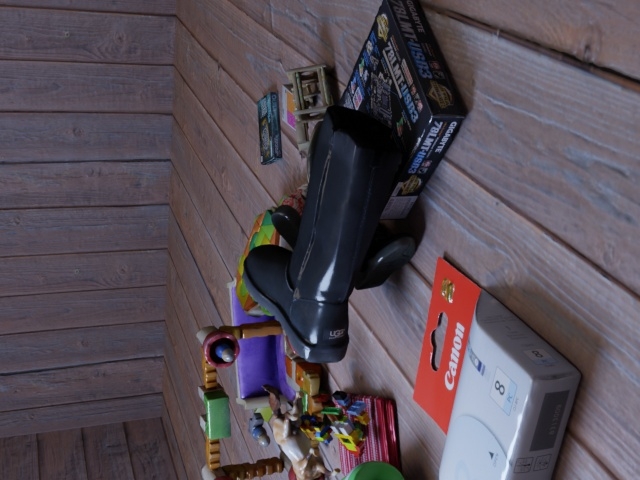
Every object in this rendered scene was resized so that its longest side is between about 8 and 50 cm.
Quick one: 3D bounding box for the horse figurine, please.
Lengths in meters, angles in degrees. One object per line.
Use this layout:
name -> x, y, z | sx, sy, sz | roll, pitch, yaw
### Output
horse figurine -> -0.047, 0.421, 1.602 | 0.263, 0.066, 0.174 | 60, 148, 19

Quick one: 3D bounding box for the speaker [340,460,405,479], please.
speaker -> 0.073, 0.525, 1.520 | 0.297, 0.131, 0.131 | 117, 144, -57

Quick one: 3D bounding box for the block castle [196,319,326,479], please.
block castle -> -0.142, 0.423, 1.896 | 0.213, 0.302, 0.454 | -158, 66, -66

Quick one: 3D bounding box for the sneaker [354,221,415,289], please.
sneaker -> 0.107, 0.007, 1.491 | 0.227, 0.087, 0.130 | 128, 129, -67

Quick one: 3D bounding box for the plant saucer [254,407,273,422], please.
plant saucer -> -0.180, 0.439, 2.345 | 0.188, 0.045, 0.189 | 117, 144, -52

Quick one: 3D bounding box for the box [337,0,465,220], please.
box -> 0.135, -0.237, 1.406 | 0.293, 0.073, 0.296 | 117, 144, -51

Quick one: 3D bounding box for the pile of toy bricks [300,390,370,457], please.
pile of toy bricks -> 0.048, 0.398, 1.628 | 0.212, 0.118, 0.105 | -11, 116, 56

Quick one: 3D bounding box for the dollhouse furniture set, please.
dollhouse furniture set -> -0.008, -0.289, 1.786 | 0.161, 0.101, 0.182 | 70, -169, -77

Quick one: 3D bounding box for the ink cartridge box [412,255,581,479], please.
ink cartridge box -> 0.226, 0.240, 1.218 | 0.385, 0.091, 0.308 | -133, 44, -57

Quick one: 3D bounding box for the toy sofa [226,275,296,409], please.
toy sofa -> -0.159, 0.275, 2.126 | 0.177, 0.150, 0.363 | 162, 103, -69

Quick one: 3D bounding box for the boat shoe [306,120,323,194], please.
boat shoe -> 0.019, -0.096, 1.661 | 0.120, 0.122, 0.324 | -171, 79, -74

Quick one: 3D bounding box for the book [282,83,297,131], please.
book -> -0.068, -0.336, 1.966 | 0.144, 0.035, 0.096 | -131, 39, -58

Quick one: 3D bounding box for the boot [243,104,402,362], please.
boot -> -0.014, -0.049, 1.474 | 0.367, 0.146, 0.446 | 44, 134, 46

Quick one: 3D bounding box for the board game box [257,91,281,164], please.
board game box -> -0.145, -0.314, 2.171 | 0.126, 0.026, 0.186 | 174, 93, -68

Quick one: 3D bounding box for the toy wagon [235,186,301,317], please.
toy wagon -> -0.126, 0.018, 1.949 | 0.345, 0.068, 0.267 | -68, 25, 16

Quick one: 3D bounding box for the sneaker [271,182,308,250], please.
sneaker -> 0.001, -0.001, 1.769 | 0.090, 0.145, 0.270 | -5, 125, 43

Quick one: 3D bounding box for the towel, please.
towel -> 0.098, 0.430, 1.654 | 0.275, 0.031, 0.199 | 160, 106, -68
